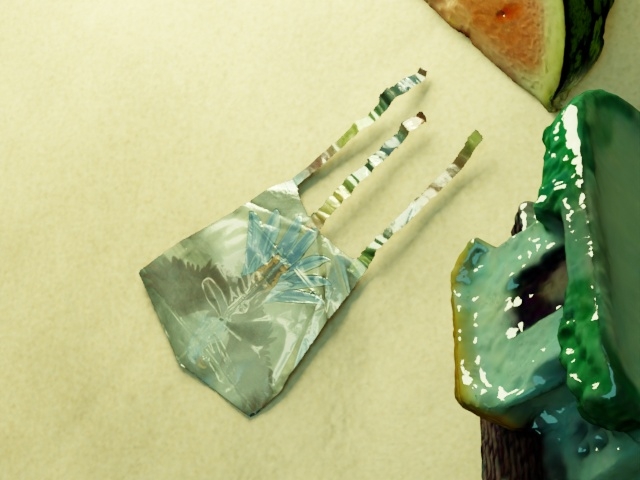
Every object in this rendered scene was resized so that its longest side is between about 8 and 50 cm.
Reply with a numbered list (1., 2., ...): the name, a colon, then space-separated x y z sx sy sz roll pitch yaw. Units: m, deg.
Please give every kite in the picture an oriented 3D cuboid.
1. kite: 0.001 0.000 1.327 0.310 0.015 0.169 -39 62 7

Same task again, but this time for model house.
1. model house: 0.161 0.091 1.108 0.248 0.230 0.280 -34 37 34

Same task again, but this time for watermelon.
1. watermelon: 0.153 -0.268 1.331 0.128 0.159 0.303 -23 58 -31
